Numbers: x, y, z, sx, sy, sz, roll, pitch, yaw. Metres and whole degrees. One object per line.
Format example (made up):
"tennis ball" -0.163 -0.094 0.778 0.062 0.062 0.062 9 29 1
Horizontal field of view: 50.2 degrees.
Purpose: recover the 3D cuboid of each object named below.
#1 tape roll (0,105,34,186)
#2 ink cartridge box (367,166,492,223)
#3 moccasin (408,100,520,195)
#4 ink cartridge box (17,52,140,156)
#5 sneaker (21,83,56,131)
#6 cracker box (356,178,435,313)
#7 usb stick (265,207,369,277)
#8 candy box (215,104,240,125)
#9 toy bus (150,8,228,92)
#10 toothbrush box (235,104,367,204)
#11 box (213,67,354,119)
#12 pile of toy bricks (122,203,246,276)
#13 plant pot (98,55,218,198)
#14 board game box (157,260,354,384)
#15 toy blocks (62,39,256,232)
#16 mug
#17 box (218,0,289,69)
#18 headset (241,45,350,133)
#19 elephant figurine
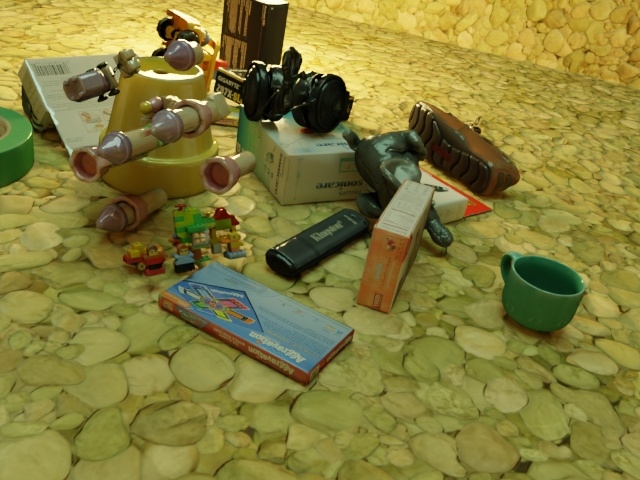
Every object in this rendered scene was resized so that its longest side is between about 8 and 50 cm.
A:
"tape roll" -0.750 -0.194 1.373 0.321 0.077 0.321 9 29 -5
"ink cartridge box" 0.242 -0.134 1.618 0.238 0.060 0.275 -15 38 -36
"moccasin" 0.368 -0.254 1.788 0.147 0.139 0.380 -9 35 -33
"ink cartridge box" -0.515 -0.311 1.611 0.296 0.066 0.261 -19 80 -44
"sneaker" -0.645 -0.333 1.660 0.132 0.086 0.229 -3 42 -33
"cracker box" 0.140 0.005 1.237 0.067 0.156 0.232 19 31 13
"usb stick" 0.000 0.000 1.311 0.077 0.045 0.278 28 33 25
"candy box" -0.219 -0.336 1.850 0.205 0.027 0.105 6 30 -10
"toy bus" -0.361 -0.537 1.976 0.211 0.220 0.149 -7 36 -40
"toothbrush box" -0.045 -0.208 1.584 0.216 0.126 0.295 -6 34 -26
"box" -0.099 -0.416 1.948 0.257 0.079 0.322 33 29 32
"pile of toy bricks" -0.225 -0.013 1.164 0.212 0.105 0.118 -11 13 -28
"plant pot" -0.338 -0.249 1.442 0.253 0.239 0.254 8 29 -4
"board game box" -0.102 0.122 1.080 0.281 0.027 0.145 24 30 22
"toy blocks" -0.323 -0.184 1.179 0.288 0.309 0.260 -18 11 26
"mug" 0.390 0.094 1.222 0.129 0.097 0.158 11 28 1
"box" -0.212 -0.628 2.128 0.184 0.261 0.103 29 34 29
"headset" -0.057 -0.340 1.495 0.243 0.185 0.394 10 19 2
"elephant figurine" 0.157 -0.107 1.399 0.186 0.169 0.239 -11 49 12
